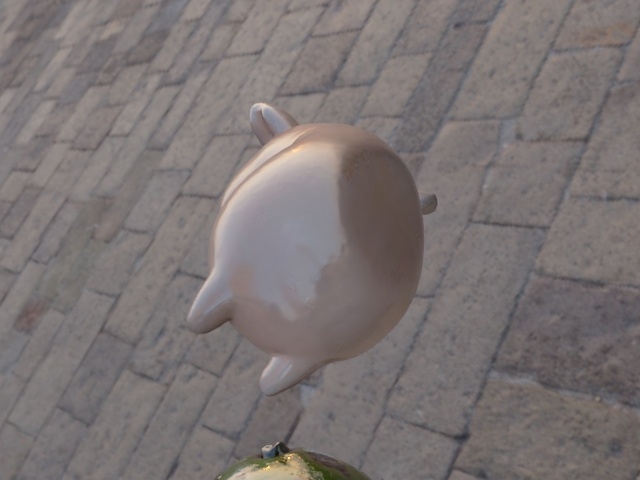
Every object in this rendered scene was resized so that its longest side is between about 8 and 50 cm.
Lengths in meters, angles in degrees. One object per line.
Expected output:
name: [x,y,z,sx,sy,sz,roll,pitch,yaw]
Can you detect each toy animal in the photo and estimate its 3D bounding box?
toy animal: [-0.003,-0.011,0.618,0.154,0.166,0.250,-39,15,16]

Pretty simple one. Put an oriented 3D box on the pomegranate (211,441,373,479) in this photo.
pomegranate: [-0.026,0.296,0.725,0.202,0.202,0.247,-12,79,43]
